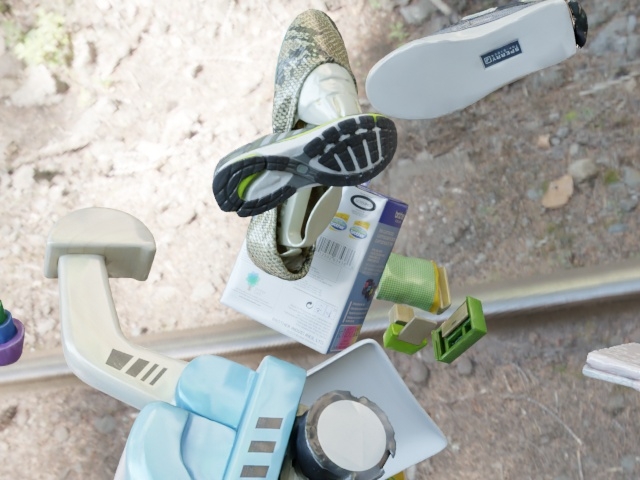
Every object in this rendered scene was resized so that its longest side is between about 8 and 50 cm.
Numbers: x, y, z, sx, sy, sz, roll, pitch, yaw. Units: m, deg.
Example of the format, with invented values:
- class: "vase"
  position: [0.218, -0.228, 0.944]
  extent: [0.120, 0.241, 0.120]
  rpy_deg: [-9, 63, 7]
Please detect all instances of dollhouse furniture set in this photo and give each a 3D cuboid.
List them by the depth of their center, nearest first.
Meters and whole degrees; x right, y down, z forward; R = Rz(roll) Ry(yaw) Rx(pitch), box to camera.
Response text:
- class: "dollhouse furniture set"
  position: [0.251, 0.115, 1.948]
  extent: [0.151, 0.197, 0.302]
  rpy_deg: [-54, 27, 40]

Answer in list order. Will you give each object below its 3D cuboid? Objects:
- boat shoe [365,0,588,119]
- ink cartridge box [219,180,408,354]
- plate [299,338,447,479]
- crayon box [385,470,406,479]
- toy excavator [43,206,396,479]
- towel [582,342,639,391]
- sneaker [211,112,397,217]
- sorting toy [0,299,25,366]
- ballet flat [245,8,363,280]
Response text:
- class: "boat shoe"
  position: [0.235, -0.289, 1.290]
  extent: [0.340, 0.127, 0.158]
  rpy_deg: [-16, 19, 8]
- class: "ink cartridge box"
  position: [0.000, 0.000, 1.674]
  extent: [0.270, 0.151, 0.396]
  rpy_deg: [23, 96, 23]
- class: "plate"
  position: [0.020, 0.288, 1.260]
  extent: [0.277, 0.278, 0.045]
  rpy_deg: [-30, 32, 8]
- class: "crayon box"
  position: [0.103, 0.373, 1.537]
  extent: [0.083, 0.323, 0.203]
  rpy_deg: [-13, 38, 2]
- class: "toy excavator"
  position: [-0.157, 0.196, 0.921]
  extent: [0.445, 0.222, 0.433]
  rpy_deg: [23, 50, -8]
- class: "towel"
  position: [0.693, 0.270, 1.536]
  extent: [0.317, 0.331, 0.053]
  rpy_deg: [17, 98, 36]
- class: "sneaker"
  position: [-0.028, -0.132, 1.230]
  extent: [0.299, 0.111, 0.121]
  rpy_deg: [-16, 29, -13]
- class: "sorting toy"
  position: [-0.575, 0.143, 1.055]
  extent: [0.365, 0.126, 0.127]
  rpy_deg: [-16, 43, -21]
- class: "ballet flat"
  position: [-0.010, -0.154, 1.444]
  extent: [0.182, 0.164, 0.483]
  rpy_deg: [29, 110, 51]
